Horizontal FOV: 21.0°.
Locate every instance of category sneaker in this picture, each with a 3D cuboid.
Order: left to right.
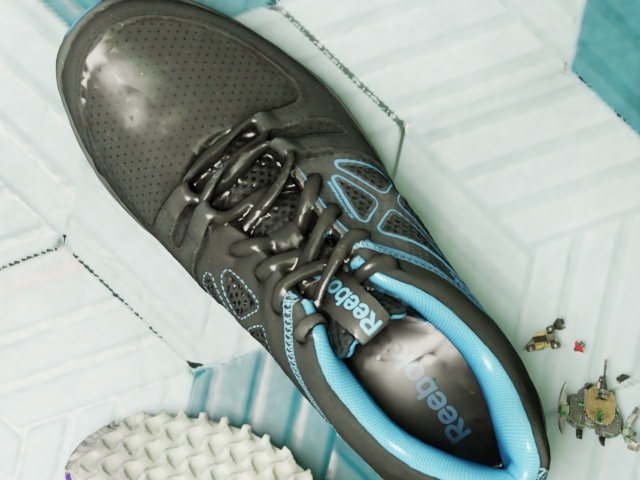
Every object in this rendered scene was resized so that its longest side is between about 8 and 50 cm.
[{"bbox_3d":[-0.012,0.204,0.882,0.293,0.102,0.146,26,124,15],"label":"sneaker"},{"bbox_3d":[0.000,0.000,0.870,0.125,0.139,0.341,-45,90,-2],"label":"sneaker"}]

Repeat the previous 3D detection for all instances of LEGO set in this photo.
[{"bbox_3d":[0.142,0.083,0.936,0.054,0.023,0.083,-14,71,-27],"label":"LEGO set"}]
